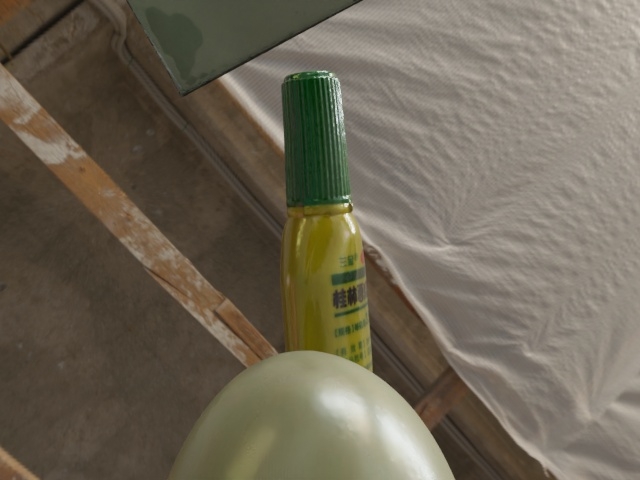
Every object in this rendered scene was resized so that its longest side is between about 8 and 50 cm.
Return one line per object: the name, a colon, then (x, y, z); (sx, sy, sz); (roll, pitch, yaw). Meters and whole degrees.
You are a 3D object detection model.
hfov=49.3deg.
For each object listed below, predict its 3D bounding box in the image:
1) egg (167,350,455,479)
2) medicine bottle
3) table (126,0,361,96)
egg: (-0.004, 0.184, 0.391); (0.185, 0.186, 0.242); (0, -99, -18)
medicine bottle: (0.000, 0.000, 0.553); (0.095, 0.064, 0.261); (-12, -81, -61)
table: (0.001, -0.193, 0.368); (0.240, 0.111, 0.122); (-27, -66, 1)
